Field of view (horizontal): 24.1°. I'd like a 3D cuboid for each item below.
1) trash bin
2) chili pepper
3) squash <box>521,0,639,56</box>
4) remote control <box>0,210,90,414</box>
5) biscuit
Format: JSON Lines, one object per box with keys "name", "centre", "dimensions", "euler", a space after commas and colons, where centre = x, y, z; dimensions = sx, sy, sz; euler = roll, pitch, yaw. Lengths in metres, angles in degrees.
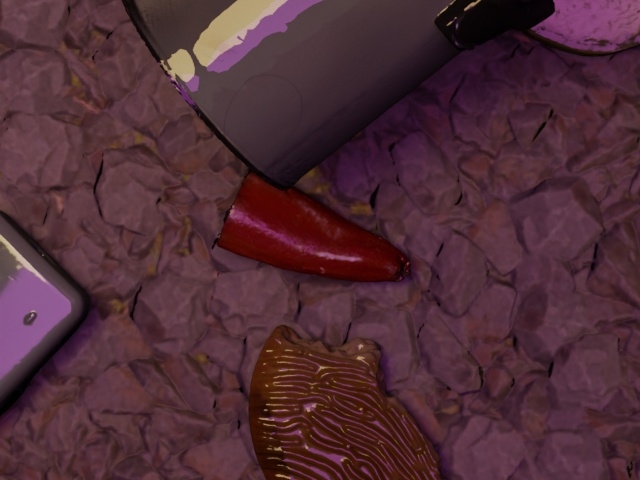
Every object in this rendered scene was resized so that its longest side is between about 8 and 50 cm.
{"name": "trash bin", "centre": [0.007, -0.205, 1.198], "dimensions": [0.262, 0.217, 0.277], "euler": [-38, 55, 11]}
{"name": "chili pepper", "centre": [0.001, -0.002, 1.299], "dimensions": [0.169, 0.065, 0.088], "euler": [23, 66, -3]}
{"name": "squash", "centre": [0.240, -0.269, 1.287], "dimensions": [0.219, 0.041, 0.219], "euler": [0, 90, 4]}
{"name": "remote control", "centre": [-0.343, 0.118, 1.319], "dimensions": [0.140, 0.056, 0.296], "euler": [44, 94, 5]}
{"name": "biscuit", "centre": [0.038, 0.179, 1.304], "dimensions": [0.229, 0.031, 0.176], "euler": [22, 93, 4]}
